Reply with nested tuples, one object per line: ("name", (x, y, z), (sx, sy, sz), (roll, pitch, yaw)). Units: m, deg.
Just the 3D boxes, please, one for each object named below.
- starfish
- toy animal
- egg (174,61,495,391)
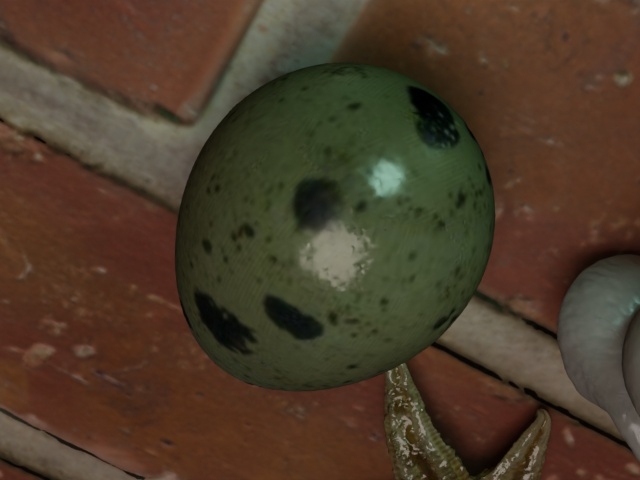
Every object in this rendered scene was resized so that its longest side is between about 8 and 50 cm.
("starfish", (0.063, 0.196, 1.102), (0.138, 0.050, 0.247), (21, 117, -4))
("toy animal", (0.241, 0.069, 0.907), (0.103, 0.220, 0.131), (-7, 92, -25))
("egg", (0.000, 0.000, 0.924), (0.177, 0.177, 0.228), (32, 131, -12))
